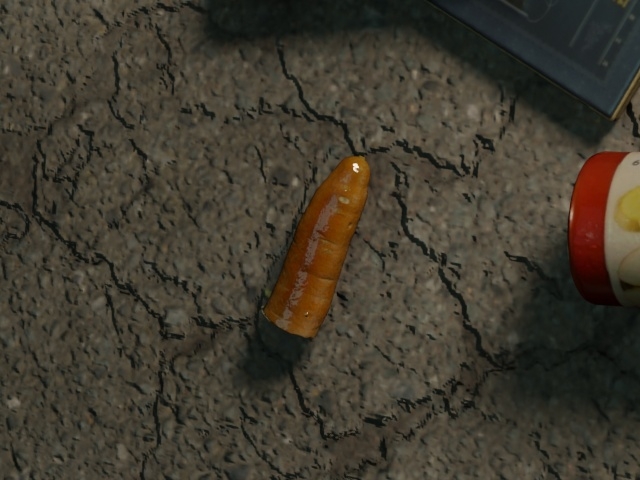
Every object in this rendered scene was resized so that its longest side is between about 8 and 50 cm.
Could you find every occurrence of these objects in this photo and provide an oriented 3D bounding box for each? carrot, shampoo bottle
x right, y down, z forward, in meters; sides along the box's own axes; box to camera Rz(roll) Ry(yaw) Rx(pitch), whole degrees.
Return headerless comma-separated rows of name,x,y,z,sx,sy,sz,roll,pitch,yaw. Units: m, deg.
carrot,0.000,0.000,1.457,0.048,0.048,0.139,26,103,24
shampoo bottle,0.303,-0.002,1.260,0.278,0.104,0.104,3,96,28

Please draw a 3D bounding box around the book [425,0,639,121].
book,0.143,-0.232,1.370,0.269,0.025,0.191,37,109,21
